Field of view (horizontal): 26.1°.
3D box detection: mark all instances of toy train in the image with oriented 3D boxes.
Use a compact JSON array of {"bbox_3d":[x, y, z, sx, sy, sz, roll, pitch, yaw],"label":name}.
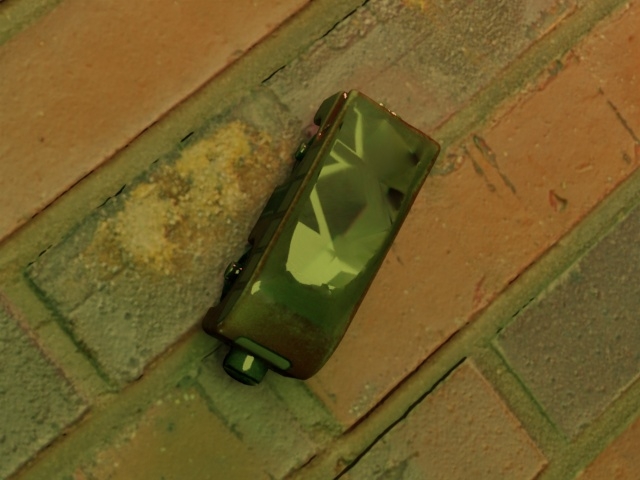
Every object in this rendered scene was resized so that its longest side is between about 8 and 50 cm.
[{"bbox_3d":[0.000,0.000,1.412,0.129,0.159,0.326,31,77,-11],"label":"toy train"}]
